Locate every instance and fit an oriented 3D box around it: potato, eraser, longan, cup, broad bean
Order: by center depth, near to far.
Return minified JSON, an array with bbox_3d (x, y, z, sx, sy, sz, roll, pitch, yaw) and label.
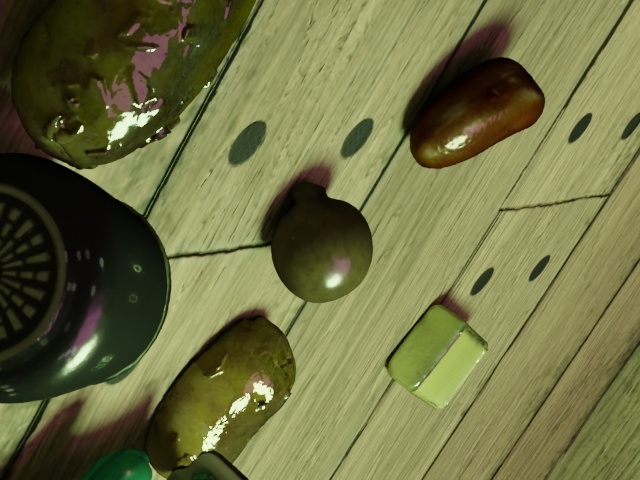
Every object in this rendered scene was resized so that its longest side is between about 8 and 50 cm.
[{"bbox_3d":[-0.108,-0.157,1.091,0.251,0.113,0.149,-49,159,-6],"label":"potato"},{"bbox_3d":[-0.220,0.039,1.155,0.223,0.169,0.176,-26,170,13],"label":"cup"},{"bbox_3d":[0.000,0.000,1.589,0.106,0.106,0.119,-25,105,-47],"label":"longan"},{"bbox_3d":[0.159,-0.129,1.699,0.165,0.084,0.114,-36,159,-20],"label":"broad bean"},{"bbox_3d":[-0.093,0.178,1.702,0.200,0.081,0.164,-55,159,16],"label":"potato"},{"bbox_3d":[0.156,0.155,2.175,0.117,0.058,0.172,-51,158,0],"label":"eraser"}]

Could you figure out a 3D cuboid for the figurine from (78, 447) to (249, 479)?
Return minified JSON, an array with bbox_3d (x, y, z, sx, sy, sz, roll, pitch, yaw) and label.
[{"bbox_3d":[-0.212,0.348,1.530,0.340,0.231,0.323,-23,125,-37],"label":"figurine"}]
